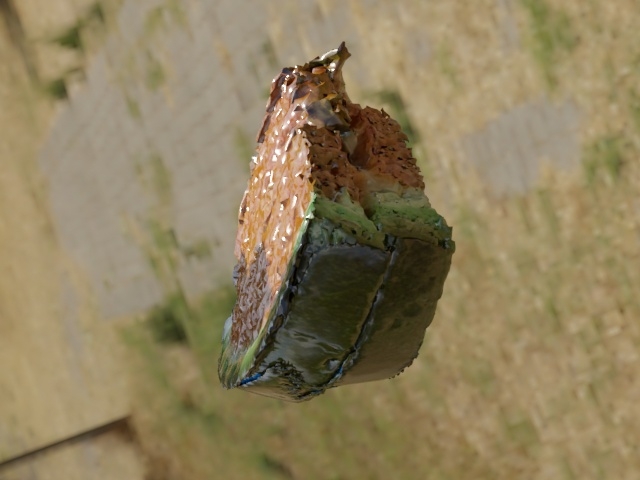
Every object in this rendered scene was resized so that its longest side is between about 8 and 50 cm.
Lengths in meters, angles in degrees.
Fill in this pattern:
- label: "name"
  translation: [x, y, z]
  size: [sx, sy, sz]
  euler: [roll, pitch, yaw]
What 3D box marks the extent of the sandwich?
- label: "sandwich"
  translation: [0.003, 0.011, 0.906]
  size: [0.235, 0.079, 0.159]
  euler: [113, 161, -54]
